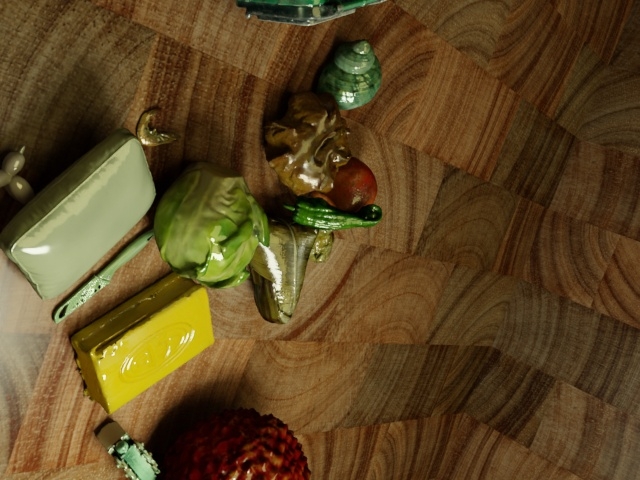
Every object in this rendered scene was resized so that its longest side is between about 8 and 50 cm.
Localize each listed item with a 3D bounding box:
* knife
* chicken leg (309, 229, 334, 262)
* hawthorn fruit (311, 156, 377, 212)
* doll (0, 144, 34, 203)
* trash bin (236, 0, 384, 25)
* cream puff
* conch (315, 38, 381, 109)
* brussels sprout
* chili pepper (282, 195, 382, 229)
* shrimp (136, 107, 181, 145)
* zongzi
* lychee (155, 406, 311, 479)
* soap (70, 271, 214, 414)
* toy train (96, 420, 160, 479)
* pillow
[{"bbox_3d":[-0.462,0.074,1.688,0.293,0.020,0.043,-44,142,-25],"label":"knife"},{"bbox_3d":[0.000,0.000,2.124,0.103,0.088,0.227,-46,174,-20],"label":"chicken leg"},{"bbox_3d":[0.067,-0.137,2.113,0.189,0.189,0.189,-30,132,-39],"label":"hawthorn fruit"},{"bbox_3d":[-0.589,-0.118,1.373,0.161,0.059,0.160,-27,130,-40],"label":"doll"},{"bbox_3d":[-0.030,-0.647,1.589,0.259,0.295,0.380,-31,127,-39],"label":"trash bin"},{"bbox_3d":[-0.030,-0.232,1.943,0.241,0.155,0.268,-38,122,-19],"label":"cream puff"},{"bbox_3d":[0.077,-0.423,1.993,0.176,0.122,0.188,-1,109,-27],"label":"conch"},{"bbox_3d":[-0.241,-0.024,1.742,0.259,0.227,0.294,-17,116,-64],"label":"brussels sprout"},{"bbox_3d":[0.033,-0.068,1.986,0.257,0.100,0.074,9,132,-18],"label":"chili pepper"},{"bbox_3d":[-0.337,-0.240,1.654,0.114,0.023,0.083,-6,113,-46],"label":"shrimp"},{"bbox_3d":[-0.149,0.062,1.972,0.288,0.134,0.285,14,87,-52],"label":"zongzi"},{"bbox_3d":[-0.229,0.663,1.988,0.500,0.425,0.424,-61,151,-43],"label":"lychee"},{"bbox_3d":[-0.400,0.230,1.794,0.324,0.096,0.204,-34,135,-36],"label":"soap"},{"bbox_3d":[-0.457,0.518,1.875,0.081,0.125,0.194,-39,141,-21],"label":"toy train"},{"bbox_3d":[-0.455,-0.046,1.507,0.322,0.120,0.255,-47,162,-22],"label":"pillow"}]
